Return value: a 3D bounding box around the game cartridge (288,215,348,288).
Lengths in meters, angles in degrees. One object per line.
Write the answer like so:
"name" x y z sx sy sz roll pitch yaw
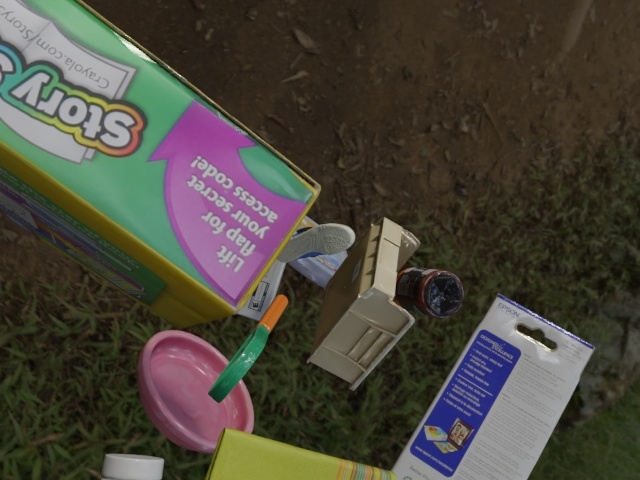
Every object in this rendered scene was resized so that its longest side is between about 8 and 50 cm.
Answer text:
"game cartridge" -0.020 0.024 1.707 0.062 0.198 0.297 -41 129 18

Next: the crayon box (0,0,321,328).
"crayon box" -0.209 -0.078 0.498 0.363 0.313 0.106 37 71 -9

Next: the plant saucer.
"plant saucer" -0.305 0.368 1.569 0.084 0.332 0.332 -42 132 18

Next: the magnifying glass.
"magnifying glass" -0.090 0.137 0.897 0.092 0.026 0.231 -50 -179 27

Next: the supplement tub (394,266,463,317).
"supplement tub" 0.228 0.113 1.481 0.106 0.198 0.106 0 91 -20

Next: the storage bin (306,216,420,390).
"storage bin" 0.099 0.126 1.407 0.123 0.262 0.260 29 125 -9

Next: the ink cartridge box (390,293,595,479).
"ink cartridge box" 0.266 0.282 1.043 0.371 0.176 0.069 -55 162 -15

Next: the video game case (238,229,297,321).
"video game case" -0.168 0.024 1.300 0.026 0.206 0.227 81 26 -79

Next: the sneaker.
"sneaker" 0.000 -0.001 1.169 0.084 0.152 0.058 -29 101 -64

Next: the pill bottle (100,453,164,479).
"pill bottle" -0.336 0.488 1.126 0.131 0.131 0.229 19 70 -41

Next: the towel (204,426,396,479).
"towel" -0.020 0.279 0.718 0.237 0.021 0.102 25 74 -28
